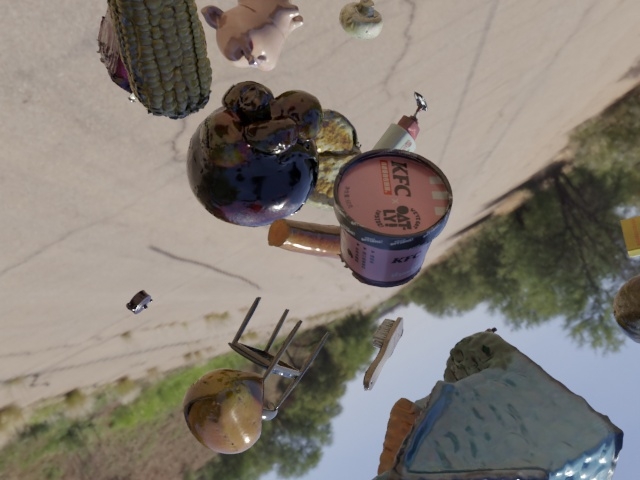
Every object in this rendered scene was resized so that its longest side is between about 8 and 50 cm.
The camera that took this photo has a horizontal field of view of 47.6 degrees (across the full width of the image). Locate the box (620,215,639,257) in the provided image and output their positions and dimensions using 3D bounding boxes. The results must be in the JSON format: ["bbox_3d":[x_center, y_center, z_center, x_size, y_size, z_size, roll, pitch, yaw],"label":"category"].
[{"bbox_3d":[0.615,-0.022,1.275,0.155,0.023,0.086,-15,-146,24],"label":"box"}]

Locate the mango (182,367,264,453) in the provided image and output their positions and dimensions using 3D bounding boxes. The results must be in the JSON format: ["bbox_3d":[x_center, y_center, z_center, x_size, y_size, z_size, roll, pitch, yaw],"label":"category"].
[{"bbox_3d":[-0.198,0.346,1.488,0.167,0.136,0.236,0,136,-7],"label":"mango"}]

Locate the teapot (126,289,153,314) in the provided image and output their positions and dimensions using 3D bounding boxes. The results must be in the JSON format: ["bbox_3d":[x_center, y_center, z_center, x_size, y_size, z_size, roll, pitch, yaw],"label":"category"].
[{"bbox_3d":[-0.490,0.172,1.973,0.067,0.045,0.100,-58,170,21],"label":"teapot"}]

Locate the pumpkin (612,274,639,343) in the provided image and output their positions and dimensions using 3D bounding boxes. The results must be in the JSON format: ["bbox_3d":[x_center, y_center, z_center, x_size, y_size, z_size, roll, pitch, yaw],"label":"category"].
[{"bbox_3d":[0.739,0.141,1.551,0.219,0.162,0.219,-17,148,-11],"label":"pumpkin"}]

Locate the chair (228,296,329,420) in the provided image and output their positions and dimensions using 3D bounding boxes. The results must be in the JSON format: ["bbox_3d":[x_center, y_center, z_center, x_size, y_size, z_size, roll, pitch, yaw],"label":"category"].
[{"bbox_3d":[-0.136,0.309,1.894,0.272,0.166,0.188,-62,147,-4],"label":"chair"}]

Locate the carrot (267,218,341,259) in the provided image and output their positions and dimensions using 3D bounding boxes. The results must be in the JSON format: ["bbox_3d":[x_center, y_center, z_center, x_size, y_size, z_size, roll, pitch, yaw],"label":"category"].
[{"bbox_3d":[0.000,0.000,1.380,0.225,0.067,0.067,8,146,-46],"label":"carrot"}]

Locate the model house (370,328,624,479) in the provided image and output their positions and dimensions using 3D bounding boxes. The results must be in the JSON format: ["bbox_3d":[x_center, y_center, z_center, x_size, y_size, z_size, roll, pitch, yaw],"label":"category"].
[{"bbox_3d":[0.180,0.373,1.048,0.339,0.297,0.359,-19,129,-29],"label":"model house"}]

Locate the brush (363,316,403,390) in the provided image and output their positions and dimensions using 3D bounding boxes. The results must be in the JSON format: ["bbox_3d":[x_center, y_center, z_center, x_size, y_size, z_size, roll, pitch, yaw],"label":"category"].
[{"bbox_3d":[0.163,0.309,2.030,0.065,0.069,0.327,10,-152,18],"label":"brush"}]

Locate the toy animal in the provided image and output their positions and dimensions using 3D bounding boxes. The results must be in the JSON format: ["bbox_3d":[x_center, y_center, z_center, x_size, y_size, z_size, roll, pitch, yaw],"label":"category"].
[{"bbox_3d":[-0.189,-0.665,2.166,0.270,0.326,0.237,-9,160,15],"label":"toy animal"}]

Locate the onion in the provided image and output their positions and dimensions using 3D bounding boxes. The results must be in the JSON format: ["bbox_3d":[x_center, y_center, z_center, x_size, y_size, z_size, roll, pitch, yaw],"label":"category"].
[{"bbox_3d":[-0.376,-0.453,1.671,0.230,0.272,0.256,-55,155,13],"label":"onion"}]

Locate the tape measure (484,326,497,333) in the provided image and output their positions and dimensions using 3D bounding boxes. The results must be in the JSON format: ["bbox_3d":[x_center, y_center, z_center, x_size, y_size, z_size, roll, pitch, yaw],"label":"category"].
[{"bbox_3d":[0.356,0.257,1.551,0.125,0.074,0.118,-45,-165,10],"label":"tape measure"}]

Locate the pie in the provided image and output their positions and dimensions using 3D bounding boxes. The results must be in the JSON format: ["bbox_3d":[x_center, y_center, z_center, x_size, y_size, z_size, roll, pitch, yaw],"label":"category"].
[{"bbox_3d":[0.013,-0.263,2.388,0.339,0.338,0.077,-27,-155,-25],"label":"pie"}]

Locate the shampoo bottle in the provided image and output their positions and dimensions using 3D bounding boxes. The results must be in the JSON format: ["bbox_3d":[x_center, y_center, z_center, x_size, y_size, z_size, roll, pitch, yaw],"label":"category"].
[{"bbox_3d":[0.187,-0.239,1.848,0.153,0.071,0.284,18,105,-58],"label":"shampoo bottle"}]

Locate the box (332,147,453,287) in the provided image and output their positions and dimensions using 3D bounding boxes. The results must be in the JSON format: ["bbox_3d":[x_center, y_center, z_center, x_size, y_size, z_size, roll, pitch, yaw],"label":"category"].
[{"bbox_3d":[0.087,-0.023,0.961,0.151,0.151,0.135,-27,149,-23],"label":"box"}]

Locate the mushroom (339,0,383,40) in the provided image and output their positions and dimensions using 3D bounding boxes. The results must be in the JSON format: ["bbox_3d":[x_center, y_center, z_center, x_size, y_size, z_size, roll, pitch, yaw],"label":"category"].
[{"bbox_3d":[0.075,-0.404,1.323,0.084,0.083,0.067,-25,152,-38],"label":"mushroom"}]

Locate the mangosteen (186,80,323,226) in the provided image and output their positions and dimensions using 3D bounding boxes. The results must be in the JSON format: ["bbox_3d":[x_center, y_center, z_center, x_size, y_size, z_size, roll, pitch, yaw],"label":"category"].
[{"bbox_3d":[-0.181,-0.250,2.038,0.381,0.381,0.421,-22,133,-51],"label":"mangosteen"}]

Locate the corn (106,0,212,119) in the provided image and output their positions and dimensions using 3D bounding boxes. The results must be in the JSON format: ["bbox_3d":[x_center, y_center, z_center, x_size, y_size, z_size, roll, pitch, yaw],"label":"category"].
[{"bbox_3d":[-0.199,-0.278,0.863,0.115,0.115,0.317,-27,140,-22],"label":"corn"}]
